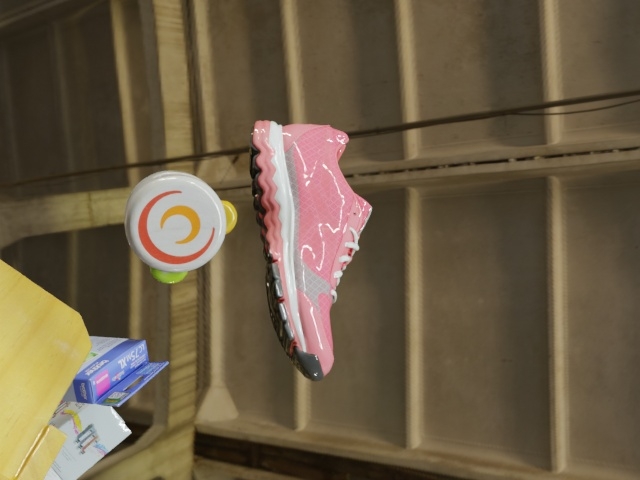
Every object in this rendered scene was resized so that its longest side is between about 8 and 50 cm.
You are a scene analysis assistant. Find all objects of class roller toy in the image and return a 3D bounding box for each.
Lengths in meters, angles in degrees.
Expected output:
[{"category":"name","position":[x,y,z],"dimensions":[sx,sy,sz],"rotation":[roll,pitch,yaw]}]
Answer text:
[{"category":"roller toy","position":[-0.287,-0.043,1.385],"dimensions":[0.209,0.146,0.191],"rotation":[-41,-71,-5]}]

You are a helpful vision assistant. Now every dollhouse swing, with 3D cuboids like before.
[{"category":"dollhouse swing","position":[-0.532,0.210,0.915],"dimensions":[0.347,0.305,0.315],"rotation":[39,-76,-18]}]

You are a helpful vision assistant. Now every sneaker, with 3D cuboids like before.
[{"category":"sneaker","position":[0.000,-0.001,0.805],"dimensions":[0.116,0.136,0.313],"rotation":[113,-31,-74]}]

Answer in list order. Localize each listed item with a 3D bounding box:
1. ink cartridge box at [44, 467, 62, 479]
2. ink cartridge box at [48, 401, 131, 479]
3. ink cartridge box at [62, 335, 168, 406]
[{"category":"ink cartridge box","position":[-0.694,0.543,1.782],"dimensions":[0.176,0.371,0.069],"rotation":[37,-72,11]},{"category":"ink cartridge box","position":[-0.548,0.431,1.583],"dimensions":[0.128,0.176,0.127],"rotation":[9,-48,57]},{"category":"ink cartridge box","position":[-0.485,0.252,1.401],"dimensions":[0.311,0.186,0.065],"rotation":[3,-73,20]}]
